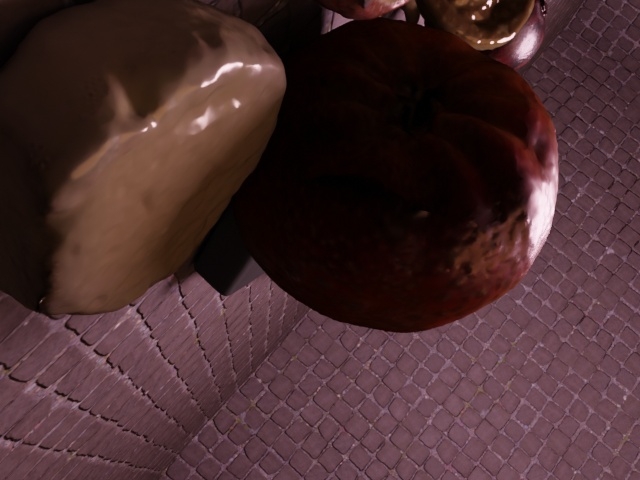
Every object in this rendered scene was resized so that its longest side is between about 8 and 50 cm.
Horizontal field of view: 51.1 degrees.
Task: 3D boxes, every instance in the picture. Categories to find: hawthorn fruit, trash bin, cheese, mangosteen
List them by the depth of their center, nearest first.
[{"bbox_3d":[-0.164,-0.066,0.580,0.318,0.115,0.326,-52,169,9],"label":"cheese"},{"bbox_3d":[0.089,-0.055,0.857,0.403,0.403,0.403,-48,170,-11],"label":"hawthorn fruit"},{"bbox_3d":[0.239,-0.324,1.006,0.200,0.200,0.200,-48,170,-11],"label":"mangosteen"},{"bbox_3d":[-0.090,-0.033,1.092,0.236,0.101,0.177,-53,172,31],"label":"trash bin"}]

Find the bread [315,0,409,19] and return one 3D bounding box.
[{"bbox_3d":[0.064,-0.308,0.657,0.190,0.123,0.244,-52,170,25],"label":"bread"}]

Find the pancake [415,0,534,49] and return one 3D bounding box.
[{"bbox_3d":[0.204,-0.365,0.852,0.042,0.223,0.236,11,-95,61],"label":"pancake"}]

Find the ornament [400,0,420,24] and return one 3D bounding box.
[{"bbox_3d":[0.140,-0.377,0.919,0.230,0.061,0.245,-49,174,6],"label":"ornament"}]
